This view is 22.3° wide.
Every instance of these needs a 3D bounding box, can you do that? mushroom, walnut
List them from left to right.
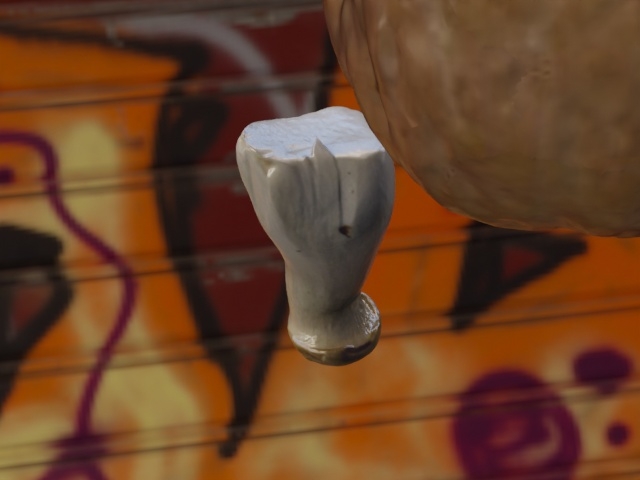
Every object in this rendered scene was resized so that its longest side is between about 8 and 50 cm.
[{"bbox_3d":[0.000,0.000,1.738,0.159,0.122,0.328,3,-46,5],"label":"mushroom"},{"bbox_3d":[0.145,-0.183,0.958,0.306,0.343,0.306,-8,31,5],"label":"walnut"}]
